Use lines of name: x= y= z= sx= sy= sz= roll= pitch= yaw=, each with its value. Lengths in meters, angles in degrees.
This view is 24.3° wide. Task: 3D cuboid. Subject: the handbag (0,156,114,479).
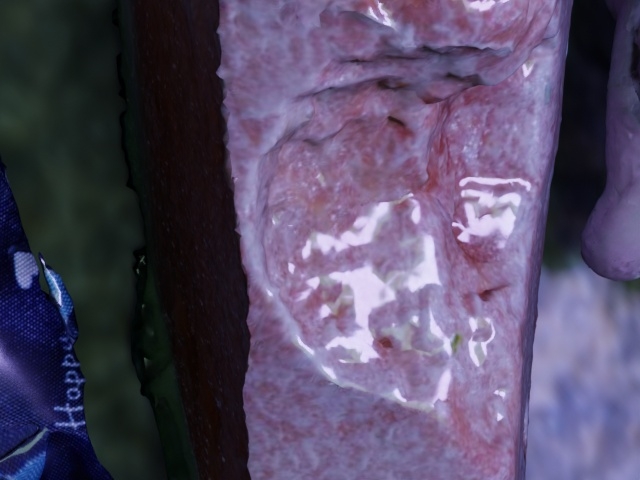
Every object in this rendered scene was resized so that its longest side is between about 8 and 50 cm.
handbag: x=-0.161 y=0.009 z=0.387 sx=0.162 sy=0.113 sz=0.260 roll=-28 pitch=106 yaw=-24

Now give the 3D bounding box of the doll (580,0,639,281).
doll: x=0.179 y=-0.035 z=0.534 sx=0.192 sy=0.095 sz=0.149 roll=17 pitch=77 yaw=-27

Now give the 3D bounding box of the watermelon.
watermelon: x=0.000 y=0.000 z=0.408 sx=0.148 sy=0.226 sz=0.318 roll=4 pitch=84 yaw=3
